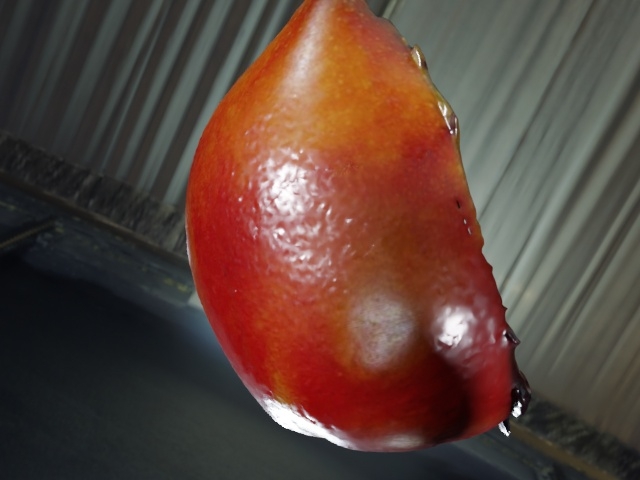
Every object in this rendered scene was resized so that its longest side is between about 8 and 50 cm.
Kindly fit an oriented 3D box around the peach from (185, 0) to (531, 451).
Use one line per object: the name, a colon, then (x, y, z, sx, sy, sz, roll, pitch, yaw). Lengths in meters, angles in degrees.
peach: (0.000, 0.000, 0.655, 0.201, 0.362, 0.258, -20, -163, -7)
